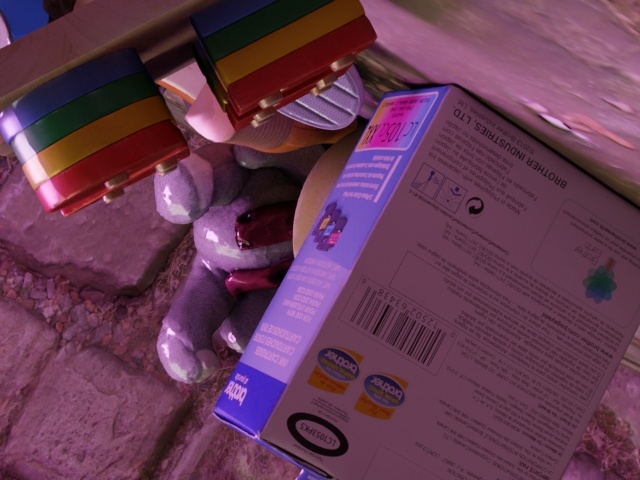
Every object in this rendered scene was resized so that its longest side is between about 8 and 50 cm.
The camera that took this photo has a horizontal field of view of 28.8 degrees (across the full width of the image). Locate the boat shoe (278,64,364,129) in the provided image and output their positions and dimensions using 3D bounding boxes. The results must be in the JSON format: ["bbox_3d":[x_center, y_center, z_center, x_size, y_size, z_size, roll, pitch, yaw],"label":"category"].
[{"bbox_3d":[-0.052,-0.185,1.063,0.226,0.083,0.076,38,-154,-8],"label":"boat shoe"}]

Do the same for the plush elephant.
[{"bbox_3d":[0.000,0.000,1.310,0.255,0.271,0.330,14,-150,15],"label":"plush elephant"}]

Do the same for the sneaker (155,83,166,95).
[{"bbox_3d":[-0.217,-0.215,1.489,0.111,0.131,0.296,64,178,-25],"label":"sneaker"}]

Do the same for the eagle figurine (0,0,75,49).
[{"bbox_3d":[-0.280,-0.251,0.833,0.298,0.226,0.225,27,-164,-31],"label":"eagle figurine"}]

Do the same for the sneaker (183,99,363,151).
[{"bbox_3d":[-0.047,-0.155,1.515,0.286,0.109,0.130,23,166,18],"label":"sneaker"}]

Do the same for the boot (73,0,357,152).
[{"bbox_3d":[-0.104,-0.192,1.193,0.295,0.104,0.211,50,-154,17],"label":"boot"}]

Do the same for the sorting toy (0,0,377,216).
[{"bbox_3d":[-0.090,-0.098,0.778,0.089,0.255,0.257,62,176,-4],"label":"sorting toy"}]

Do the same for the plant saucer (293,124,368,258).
[{"bbox_3d":[0.091,0.000,1.191,0.241,0.241,0.037,31,164,-17],"label":"plant saucer"}]

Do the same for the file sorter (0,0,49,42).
[{"bbox_3d":[-0.283,-0.226,1.190,0.170,0.104,0.118,-20,-96,-53],"label":"file sorter"}]

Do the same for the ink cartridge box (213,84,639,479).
[{"bbox_3d":[0.094,0.100,1.083,0.270,0.395,0.151,31,171,-17],"label":"ink cartridge box"}]
